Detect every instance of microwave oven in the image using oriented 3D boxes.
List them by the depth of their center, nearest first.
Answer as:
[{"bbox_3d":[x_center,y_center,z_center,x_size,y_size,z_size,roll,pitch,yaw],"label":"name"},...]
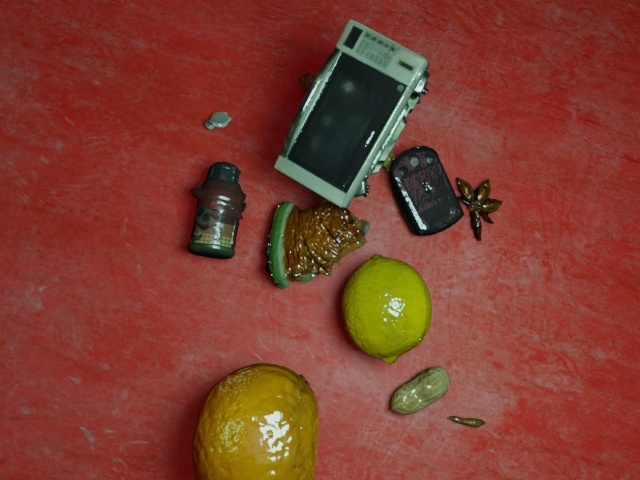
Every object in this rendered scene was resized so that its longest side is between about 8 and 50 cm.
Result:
[{"bbox_3d":[0.095,-0.311,1.117,0.247,0.333,0.394,30,104,3],"label":"microwave oven"}]

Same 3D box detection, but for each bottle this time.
[{"bbox_3d":[-0.296,-0.088,1.182,0.156,0.143,0.271,13,79,-30],"label":"bottle"}]

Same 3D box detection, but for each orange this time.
[{"bbox_3d":[-0.154,0.462,0.988,0.293,0.340,0.340,1,78,5],"label":"orange"}]

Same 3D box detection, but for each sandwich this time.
[{"bbox_3d":[0.000,0.000,1.186,0.301,0.162,0.250,-13,65,22],"label":"sandwich"}]

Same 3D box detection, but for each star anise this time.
[{"bbox_3d":[0.509,-0.122,1.322,0.157,0.053,0.212,-27,81,-11],"label":"star anise"}]

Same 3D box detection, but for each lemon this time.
[{"bbox_3d":[0.175,0.181,1.126,0.267,0.267,0.267,1,78,-6],"label":"lemon"}]

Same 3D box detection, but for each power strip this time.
[{"bbox_3d":[-0.320,-0.368,1.296,0.083,0.035,0.055,-36,84,-25],"label":"power strip"}]

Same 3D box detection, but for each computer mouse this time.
[{"bbox_3d":[0.312,-0.148,1.281,0.170,0.100,0.269,-23,88,-5],"label":"computer mouse"}]

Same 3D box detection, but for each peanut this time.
[{"bbox_3d":[0.281,0.424,1.166,0.194,0.093,0.083,-30,97,-14],"label":"peanut"}]

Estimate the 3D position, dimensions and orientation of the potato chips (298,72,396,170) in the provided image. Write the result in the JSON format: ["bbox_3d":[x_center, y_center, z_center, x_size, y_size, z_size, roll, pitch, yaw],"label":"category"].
[{"bbox_3d":[0.096,-0.381,1.318,0.407,0.080,0.057,46,115,3],"label":"potato chips"}]

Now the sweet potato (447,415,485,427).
[{"bbox_3d":[0.421,0.518,1.195,0.115,0.026,0.026,11,77,-5],"label":"sweet potato"}]
